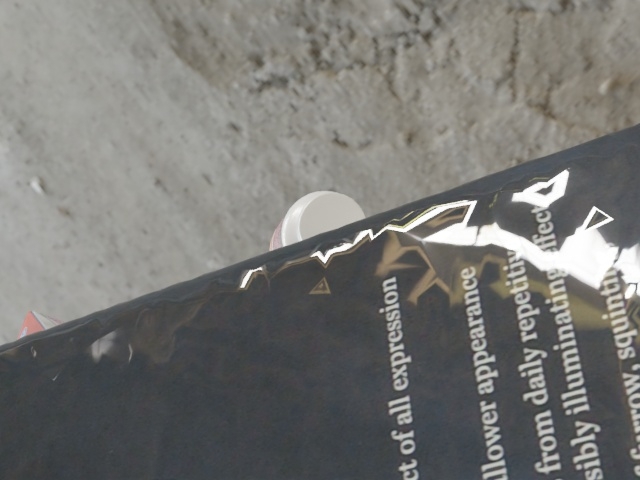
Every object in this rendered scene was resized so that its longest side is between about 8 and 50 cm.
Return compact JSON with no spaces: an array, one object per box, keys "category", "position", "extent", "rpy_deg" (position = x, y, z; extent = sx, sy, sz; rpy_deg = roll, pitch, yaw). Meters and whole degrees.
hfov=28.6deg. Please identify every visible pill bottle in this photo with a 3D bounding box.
[{"category":"pill bottle","position":[0.000,0.000,1.224],"extent":[0.086,0.086,0.152],"rpy_deg":[46,167,1]}]

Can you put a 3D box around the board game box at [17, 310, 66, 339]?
[{"category":"board game box","position":[-0.136,0.144,1.070],"extent":[0.242,0.064,0.316],"rpy_deg":[22,176,-16]}]

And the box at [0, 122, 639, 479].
[{"category":"box","position":[0.015,0.176,0.507],"extent":[0.396,0.293,0.212],"rpy_deg":[-18,146,21]}]
